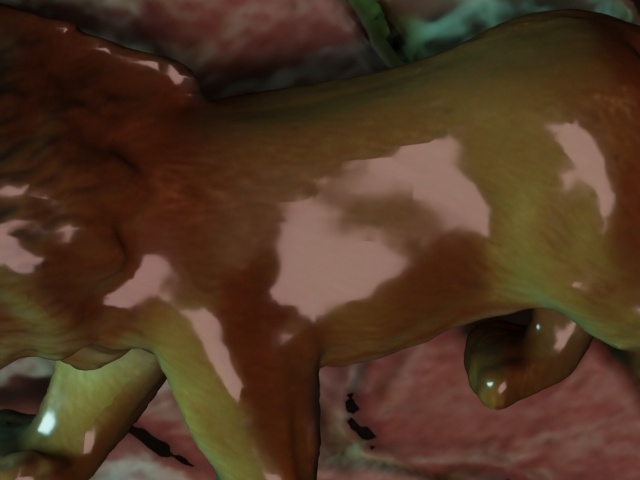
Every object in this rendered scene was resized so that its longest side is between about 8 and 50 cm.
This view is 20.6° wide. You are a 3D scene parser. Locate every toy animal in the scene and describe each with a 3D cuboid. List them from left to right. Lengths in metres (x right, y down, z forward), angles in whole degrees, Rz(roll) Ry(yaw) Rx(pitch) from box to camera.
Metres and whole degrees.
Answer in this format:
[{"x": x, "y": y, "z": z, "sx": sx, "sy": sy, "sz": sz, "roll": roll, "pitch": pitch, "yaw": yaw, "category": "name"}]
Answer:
[{"x": 0.000, "y": 0.000, "z": 0.445, "sx": 0.312, "sy": 0.097, "sz": 0.157, "roll": -9, "pitch": 120, "yaw": -6, "category": "toy animal"}]
